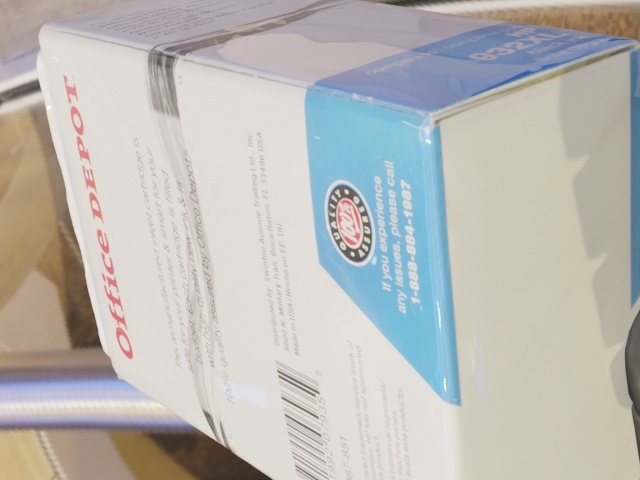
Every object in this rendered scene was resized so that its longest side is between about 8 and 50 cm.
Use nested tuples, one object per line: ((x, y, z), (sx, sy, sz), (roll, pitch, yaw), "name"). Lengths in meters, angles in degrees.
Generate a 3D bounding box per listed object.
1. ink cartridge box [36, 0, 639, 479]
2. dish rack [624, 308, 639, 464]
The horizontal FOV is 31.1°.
((0.000, 0.000, 0.583), (0.307, 0.129, 0.223), (21, 127, 47), "ink cartridge box")
((0.204, 0.001, 0.407), (0.074, 0.271, 0.208), (30, 160, 33), "dish rack")
